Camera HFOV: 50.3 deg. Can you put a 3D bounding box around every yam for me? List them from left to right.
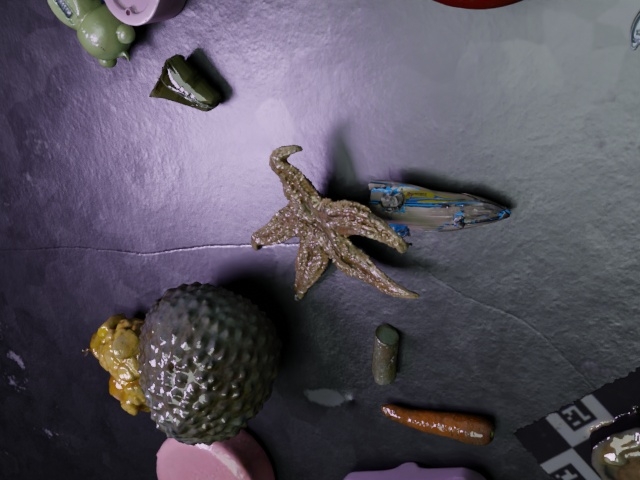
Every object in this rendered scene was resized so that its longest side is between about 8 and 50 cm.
[{"bbox_3d":[0.105,0.187,1.109,0.043,0.043,0.094,14,117,21],"label":"yam"}]

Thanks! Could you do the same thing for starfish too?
[{"bbox_3d":[0.002,-0.002,1.059,0.299,0.060,0.302,48,143,-6],"label":"starfish"}]

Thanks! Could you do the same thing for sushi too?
[{"bbox_3d":[0.494,0.382,0.958,0.373,0.100,0.296,50,123,0],"label":"sushi"}]

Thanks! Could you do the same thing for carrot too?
[{"bbox_3d":[0.190,0.296,1.115,0.191,0.047,0.047,5,113,30],"label":"carrot"}]

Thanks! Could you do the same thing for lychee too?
[{"bbox_3d":[-0.196,0.202,1.152,0.255,0.274,0.255,16,148,10],"label":"lychee"}]

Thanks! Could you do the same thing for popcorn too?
[{"bbox_3d":[-0.347,0.228,1.306,0.163,0.140,0.194,-40,80,42],"label":"popcorn"}]

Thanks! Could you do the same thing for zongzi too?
[{"bbox_3d":[-0.221,-0.230,1.100,0.104,0.052,0.113,46,137,-4],"label":"zongzi"}]

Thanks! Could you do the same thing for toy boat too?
[{"bbox_3d":[0.164,-0.043,0.972,0.210,0.066,0.084,4,139,21],"label":"toy boat"}]

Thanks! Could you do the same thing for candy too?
[{"bbox_3d":[-0.216,0.471,1.360,0.255,0.094,0.255,10,115,23],"label":"candy"}]

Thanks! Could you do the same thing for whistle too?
[{"bbox_3d":[-0.377,-0.379,1.088,0.105,0.085,0.227,-32,97,45],"label":"whistle"}]

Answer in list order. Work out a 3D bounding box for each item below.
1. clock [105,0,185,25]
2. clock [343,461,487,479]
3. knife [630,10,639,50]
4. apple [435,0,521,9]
[{"bbox_3d":[-0.187,-0.429,0.977,0.290,0.080,0.275,26,121,16],"label":"clock"},{"bbox_3d":[0.189,0.546,1.177,0.295,0.113,0.322,-14,105,30],"label":"clock"},{"bbox_3d":[0.416,-0.306,0.760,0.028,0.015,0.210,37,123,2],"label":"knife"},{"bbox_3d":[0.181,-0.381,0.728,0.260,0.216,0.260,9,113,23],"label":"apple"}]
